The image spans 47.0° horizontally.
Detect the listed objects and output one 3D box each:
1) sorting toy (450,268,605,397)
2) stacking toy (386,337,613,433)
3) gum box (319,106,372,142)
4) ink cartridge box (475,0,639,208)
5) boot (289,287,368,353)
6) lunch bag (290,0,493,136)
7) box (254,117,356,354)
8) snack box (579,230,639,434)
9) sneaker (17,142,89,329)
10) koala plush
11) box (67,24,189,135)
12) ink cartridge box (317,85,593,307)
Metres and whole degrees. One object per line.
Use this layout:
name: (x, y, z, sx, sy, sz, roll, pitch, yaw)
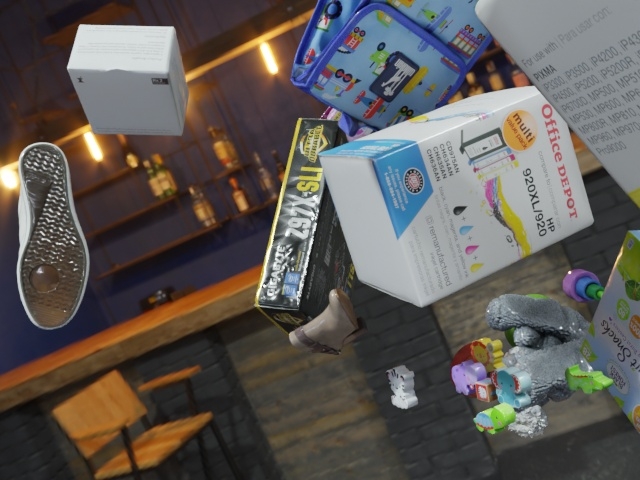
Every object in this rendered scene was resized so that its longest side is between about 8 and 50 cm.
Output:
sorting toy: (0.429, 0.196, 1.465, 0.365, 0.127, 0.126, -39, 13, -2)
stacking toy: (0.206, 0.168, 0.888, 0.167, 0.052, 0.221, -13, 5, -29)
gum box: (0.069, -0.291, 1.796, 0.188, 0.107, 0.062, -52, 24, 0)
ink cartridge box: (0.317, -0.091, 0.385, 0.279, 0.384, 0.160, -43, 4, -7)
boot: (0.003, 0.102, 0.878, 0.087, 0.042, 0.118, -21, -38, 12)
lunch bag: (0.098, -0.273, 0.966, 0.221, 0.138, 0.293, 17, -70, -44)
box: (0.000, 0.000, 1.217, 0.079, 0.322, 0.257, 6, -21, 17)
snack box: (0.422, 0.118, 0.916, 0.070, 0.207, 0.174, -2, 33, -13)
sneaker: (-0.428, -0.002, 1.181, 0.106, 0.290, 0.123, -1, -9, -20)
koala plush: (0.370, 0.227, 1.269, 0.203, 0.196, 0.221, 2, -42, -14)
box: (-0.354, -0.298, 1.386, 0.181, 0.119, 0.182, 2, -32, 0)
ink cartridge box: (0.151, -0.058, 0.843, 0.233, 0.171, 0.168, -24, 14, -16)
